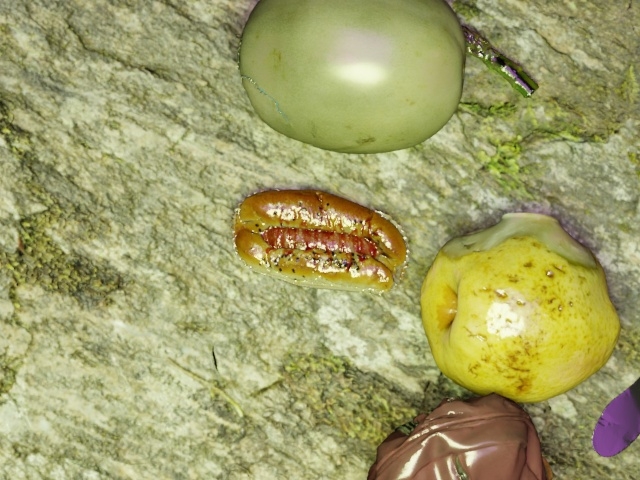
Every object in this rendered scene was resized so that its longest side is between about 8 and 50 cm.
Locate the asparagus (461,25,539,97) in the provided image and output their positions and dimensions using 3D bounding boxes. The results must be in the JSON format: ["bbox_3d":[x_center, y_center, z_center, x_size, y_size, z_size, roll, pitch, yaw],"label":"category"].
[{"bbox_3d":[0.264,-0.278,1.534,0.165,0.030,0.036,38,94,3],"label":"asparagus"}]

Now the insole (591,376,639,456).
[{"bbox_3d":[0.470,0.244,1.486,0.064,0.004,0.188,44,83,3],"label":"insole"}]

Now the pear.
[{"bbox_3d":[0.274,0.099,1.372,0.271,0.271,0.271,0,83,-2],"label":"pear"}]

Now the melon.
[{"bbox_3d":[0.038,-0.256,1.406,0.330,0.268,0.268,7,82,11],"label":"melon"}]

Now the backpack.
[{"bbox_3d":[0.169,0.319,1.322,0.283,0.317,0.197,-21,47,-6],"label":"backpack"}]

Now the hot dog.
[{"bbox_3d":[0.000,0.000,1.468,0.268,0.075,0.144,11,85,2],"label":"hot dog"}]
